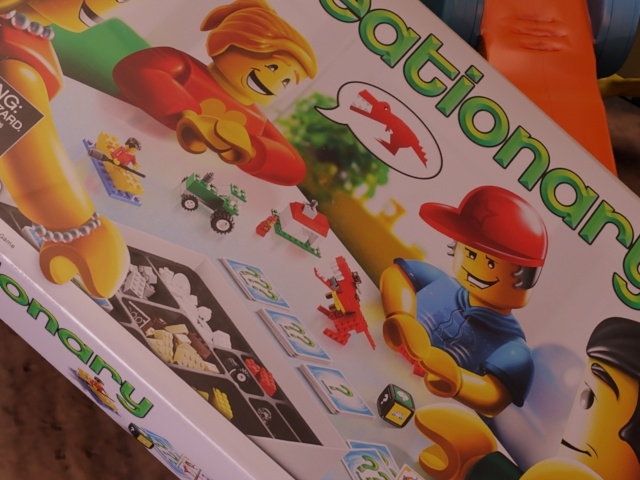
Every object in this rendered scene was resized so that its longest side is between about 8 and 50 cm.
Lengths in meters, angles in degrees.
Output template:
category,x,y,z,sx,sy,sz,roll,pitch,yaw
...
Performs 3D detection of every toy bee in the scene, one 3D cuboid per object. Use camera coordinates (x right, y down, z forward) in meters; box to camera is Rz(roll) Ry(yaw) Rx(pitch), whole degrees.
category,x,y,z,sx,sy,sz,roll,pitch,yaw
toy bee,0.097,-0.105,0.701,0.195,0.162,0.298,22,68,-2

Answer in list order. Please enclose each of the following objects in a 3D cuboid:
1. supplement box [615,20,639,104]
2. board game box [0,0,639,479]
category,x,y,z,sx,sy,sz,roll,pitch,yaw
supplement box,0.166,-0.135,0.774,0.083,0.083,0.056,32,47,18
board game box,0.000,0.000,0.512,0.305,0.053,0.193,41,59,0
